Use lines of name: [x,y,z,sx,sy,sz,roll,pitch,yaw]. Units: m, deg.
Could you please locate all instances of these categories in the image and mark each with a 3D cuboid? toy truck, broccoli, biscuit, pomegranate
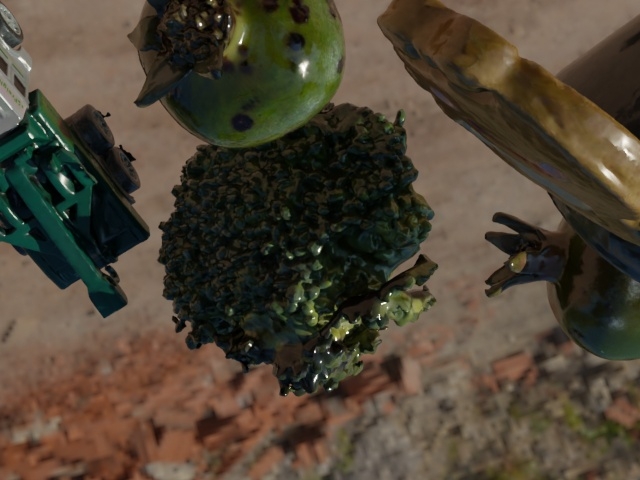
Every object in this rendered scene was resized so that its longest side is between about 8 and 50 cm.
toy truck: [-0.323,-0.088,1.751,0.176,0.178,0.363,-31,119,8]
broccoli: [-0.019,-0.003,1.739,0.272,0.334,0.324,10,-177,-19]
biscuit: [0.109,-0.048,0.778,0.035,0.184,0.249,-55,160,2]
pomegranate: [-0.065,-0.132,1.048,0.148,0.148,0.169,-31,157,28]
pomegranate: [0.275,0.026,1.593,0.224,0.181,0.181,7,152,-11]

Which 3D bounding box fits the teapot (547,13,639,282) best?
teapot: [0.335,-0.152,1.273,0.344,0.300,0.253,-52,176,32]
